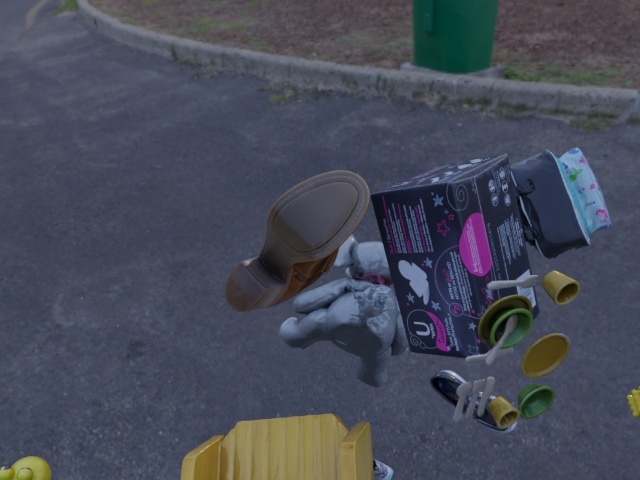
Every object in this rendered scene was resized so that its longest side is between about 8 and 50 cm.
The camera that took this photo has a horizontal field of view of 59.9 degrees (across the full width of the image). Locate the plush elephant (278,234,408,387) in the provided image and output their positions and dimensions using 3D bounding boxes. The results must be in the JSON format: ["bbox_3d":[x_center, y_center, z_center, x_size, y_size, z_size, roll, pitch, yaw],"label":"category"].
[{"bbox_3d":[0.094,0.115,1.224,0.271,0.330,0.256,24,50,-1],"label":"plush elephant"}]

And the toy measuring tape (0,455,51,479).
[{"bbox_3d":[-0.298,0.338,0.447,0.121,0.121,0.330,-2,50,8],"label":"toy measuring tape"}]

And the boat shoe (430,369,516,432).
[{"bbox_3d":[0.365,0.394,1.364,0.076,0.080,0.228,4,24,-45],"label":"boat shoe"}]

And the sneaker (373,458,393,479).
[{"bbox_3d":[0.092,0.448,1.115,0.098,0.069,0.038,-17,42,53],"label":"sneaker"}]

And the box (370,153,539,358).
[{"bbox_3d":[0.197,0.021,0.802,0.142,0.248,0.163,-3,17,46],"label":"box"}]

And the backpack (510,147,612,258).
[{"bbox_3d":[0.505,-0.082,1.213,0.191,0.225,0.253,-21,-6,13],"label":"backpack"}]

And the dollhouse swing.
[{"bbox_3d":[-0.115,0.448,0.936,0.346,0.305,0.315,-11,64,19],"label":"dollhouse swing"}]

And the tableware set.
[{"bbox_3d":[0.167,0.093,0.447,0.103,0.154,0.024,-6,31,-19],"label":"tableware set"}]

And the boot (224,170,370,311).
[{"bbox_3d":[0.000,0.000,0.857,0.109,0.283,0.220,46,24,15],"label":"boot"}]

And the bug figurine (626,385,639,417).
[{"bbox_3d":[0.334,0.204,0.433,0.072,0.216,0.279,-8,67,6],"label":"bug figurine"}]
